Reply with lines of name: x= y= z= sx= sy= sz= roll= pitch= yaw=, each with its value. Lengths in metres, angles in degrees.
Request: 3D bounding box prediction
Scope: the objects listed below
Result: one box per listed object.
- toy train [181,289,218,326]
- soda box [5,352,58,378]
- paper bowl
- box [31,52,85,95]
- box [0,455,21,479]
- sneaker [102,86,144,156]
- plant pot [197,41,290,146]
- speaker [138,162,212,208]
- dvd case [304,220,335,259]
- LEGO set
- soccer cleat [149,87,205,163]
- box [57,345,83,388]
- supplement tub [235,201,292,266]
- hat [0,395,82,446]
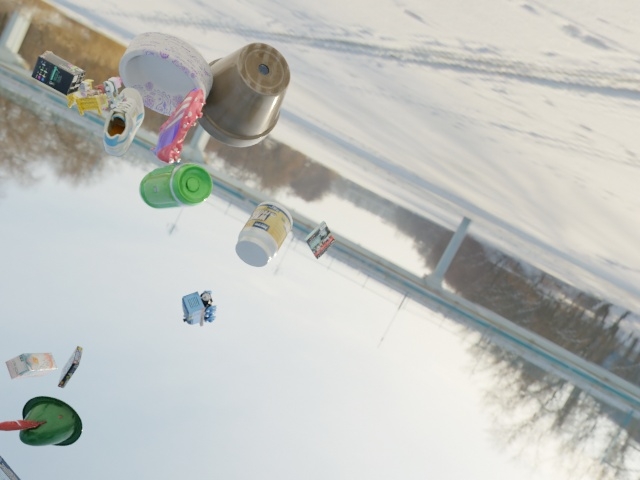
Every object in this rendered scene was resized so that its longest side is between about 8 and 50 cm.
toy train: x=-0.393 y=0.222 z=2.084 sx=0.184 sy=0.105 sz=0.080 roll=113 pitch=136 yaw=-61
soda box: x=-0.876 y=0.380 z=1.966 sx=0.183 sy=0.063 sz=0.058 roll=67 pitch=178 yaw=-81
paper bowl: x=-0.484 y=-0.544 z=2.067 sx=0.284 sy=0.148 sz=0.284 roll=13 pitch=150 yaw=8
box: x=-0.560 y=-0.356 z=1.381 sx=0.083 sy=0.052 sz=0.062 roll=28 pitch=-159 yaw=-7
box: x=-0.798 y=0.511 z=1.532 sx=0.233 sy=0.044 sz=0.159 roll=-6 pitch=120 yaw=51
sneaker: x=-0.570 y=-0.359 z=1.879 sx=0.087 sy=0.228 sz=0.092 roll=9 pitch=153 yaw=-6
plant pot: x=-0.246 y=-0.516 z=2.186 sx=0.323 sy=0.323 sz=0.280 roll=25 pitch=156 yaw=-20
speaker: x=-0.433 y=-0.157 z=1.911 sx=0.131 sy=0.131 sz=0.296 roll=23 pitch=167 yaw=-34
dvd case: x=0.000 y=0.000 z=2.047 sx=0.013 sy=0.087 sz=0.119 roll=38 pitch=168 yaw=33
LEGO set: x=-0.631 y=-0.424 z=1.762 sx=0.287 sy=0.132 sz=0.107 roll=27 pitch=-141 yaw=23
soccer cleat: x=-0.426 y=-0.347 z=1.918 sx=0.095 sy=0.248 sz=0.083 roll=31 pitch=-164 yaw=13
box: x=-0.932 y=0.472 z=2.408 sx=0.027 sy=0.137 sz=0.094 roll=28 pitch=-156 yaw=-24
supplement tub: x=-0.193 y=-0.020 z=2.195 sx=0.144 sy=0.144 sz=0.199 roll=27 pitch=-132 yaw=0
hat: x=-0.792 y=0.545 z=1.771 sx=0.209 sy=0.173 sz=0.183 roll=11 pitch=-158 yaw=4
